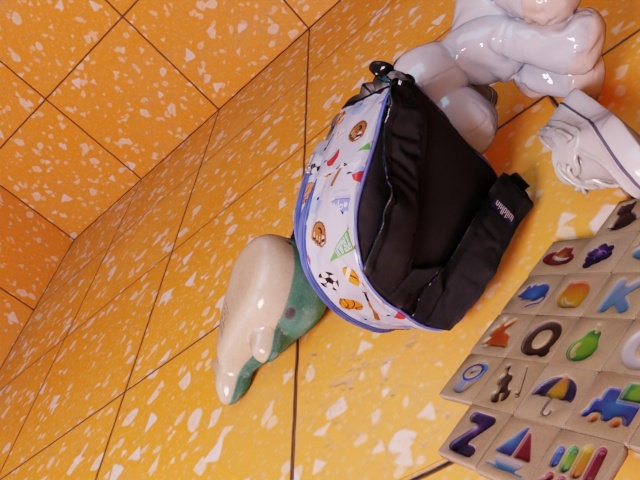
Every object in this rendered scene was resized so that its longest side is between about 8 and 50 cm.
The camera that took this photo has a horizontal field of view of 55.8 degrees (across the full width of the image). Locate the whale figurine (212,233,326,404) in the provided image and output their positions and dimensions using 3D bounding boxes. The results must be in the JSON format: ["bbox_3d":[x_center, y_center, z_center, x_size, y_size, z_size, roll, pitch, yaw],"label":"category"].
[{"bbox_3d":[-0.081,0.127,0.940,0.272,0.141,0.216,-67,23,15],"label":"whale figurine"}]

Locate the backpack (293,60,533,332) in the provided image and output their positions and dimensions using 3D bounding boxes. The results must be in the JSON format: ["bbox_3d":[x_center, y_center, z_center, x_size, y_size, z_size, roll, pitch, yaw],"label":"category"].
[{"bbox_3d":[0.088,-0.023,0.732,0.213,0.277,0.263,-24,40,48],"label":"backpack"}]

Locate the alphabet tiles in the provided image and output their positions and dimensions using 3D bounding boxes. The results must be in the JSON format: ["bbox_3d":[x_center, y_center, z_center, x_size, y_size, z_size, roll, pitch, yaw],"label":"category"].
[{"bbox_3d":[0.249,0.069,0.521,0.342,0.011,0.285,-47,12,-20],"label":"alphabet tiles"}]

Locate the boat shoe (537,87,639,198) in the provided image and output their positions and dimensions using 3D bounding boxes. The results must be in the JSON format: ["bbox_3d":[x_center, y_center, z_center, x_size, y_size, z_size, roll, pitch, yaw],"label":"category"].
[{"bbox_3d":[0.302,-0.096,0.673,0.088,0.096,0.267,-47,18,23],"label":"boat shoe"}]

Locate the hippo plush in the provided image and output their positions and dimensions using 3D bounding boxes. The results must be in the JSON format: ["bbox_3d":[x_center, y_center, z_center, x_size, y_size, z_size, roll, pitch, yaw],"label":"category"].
[{"bbox_3d":[0.208,-0.243,0.809,0.236,0.294,0.234,-42,5,2],"label":"hippo plush"}]

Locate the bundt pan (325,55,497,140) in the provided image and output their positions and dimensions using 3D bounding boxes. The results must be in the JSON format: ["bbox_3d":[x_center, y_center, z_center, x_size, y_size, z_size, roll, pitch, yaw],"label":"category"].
[{"bbox_3d":[0.133,-0.207,1.061,0.331,0.124,0.330,-35,29,23],"label":"bundt pan"}]

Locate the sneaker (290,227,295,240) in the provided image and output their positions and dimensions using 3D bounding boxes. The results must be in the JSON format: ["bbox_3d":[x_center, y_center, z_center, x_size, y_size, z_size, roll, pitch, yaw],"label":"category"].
[{"bbox_3d":[0.000,0.000,1.028,0.232,0.091,0.081,155,132,-78],"label":"sneaker"}]
